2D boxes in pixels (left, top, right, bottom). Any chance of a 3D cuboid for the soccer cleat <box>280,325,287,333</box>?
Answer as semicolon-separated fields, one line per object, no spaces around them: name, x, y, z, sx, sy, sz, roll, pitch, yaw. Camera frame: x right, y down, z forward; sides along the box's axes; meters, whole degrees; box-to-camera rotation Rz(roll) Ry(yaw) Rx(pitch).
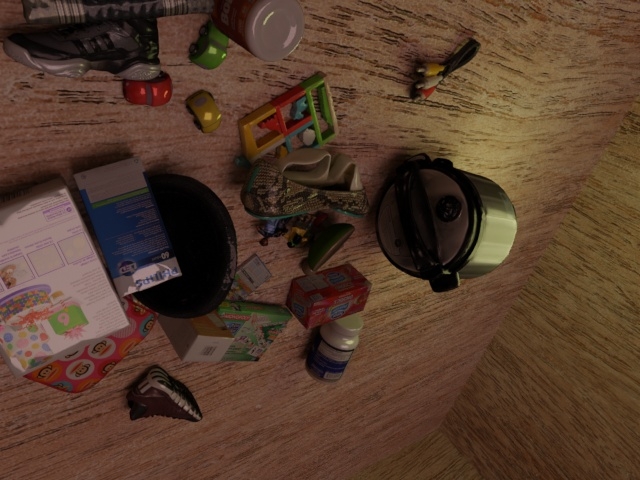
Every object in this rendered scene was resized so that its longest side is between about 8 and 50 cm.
soccer cleat;-0.148;0.306;1.841;0.083;0.035;0.029;-43;144;-5

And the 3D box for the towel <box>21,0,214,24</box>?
towel;-0.330;-0.507;0.830;0.312;0.056;0.325;-19;116;-29

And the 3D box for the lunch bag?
lunch bag;-0.561;0.207;1.274;0.293;0.120;0.258;-44;143;-2

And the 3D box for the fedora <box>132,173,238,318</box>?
fedora;-0.314;0.006;1.269;0.334;0.334;0.152;-59;177;17

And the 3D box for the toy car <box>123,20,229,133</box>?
toy car;-0.253;-0.338;1.119;0.239;0.053;0.225;16;112;-51

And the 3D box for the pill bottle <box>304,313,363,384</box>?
pill bottle;0.052;0.386;2.016;0.153;0.153;0.265;-4;127;-42

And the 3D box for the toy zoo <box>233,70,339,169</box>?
toy zoo;-0.088;-0.268;1.365;0.293;0.030;0.192;-35;143;-15

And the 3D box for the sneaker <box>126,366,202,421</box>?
sneaker;-0.486;0.500;1.656;0.162;0.106;0.281;-34;133;-6

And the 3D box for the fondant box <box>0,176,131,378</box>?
fondant box;-0.554;0.072;1.080;0.238;0.096;0.331;-25;118;-21

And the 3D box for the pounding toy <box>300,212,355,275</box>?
pounding toy;0.000;0.000;1.669;0.183;0.110;0.237;-43;173;-20

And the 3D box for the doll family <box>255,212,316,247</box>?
doll family;-0.098;-0.030;1.537;0.192;0.076;0.111;16;112;-26

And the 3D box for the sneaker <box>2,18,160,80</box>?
sneaker;-0.390;-0.363;0.929;0.268;0.101;0.153;-12;131;-45

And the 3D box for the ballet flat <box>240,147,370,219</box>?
ballet flat;0.001;-0.150;1.441;0.482;0.164;0.182;-3;119;-49

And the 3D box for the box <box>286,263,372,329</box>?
box;0.030;0.183;1.823;0.256;0.128;0.123;-13;133;-37

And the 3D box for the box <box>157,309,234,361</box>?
box;-0.337;0.237;1.478;0.130;0.170;0.091;16;114;-50

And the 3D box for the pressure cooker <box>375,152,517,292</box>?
pressure cooker;0.382;-0.061;1.740;0.420;0.369;0.376;3;119;-50

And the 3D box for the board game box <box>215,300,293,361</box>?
board game box;-0.256;0.286;1.695;0.317;0.046;0.214;17;116;-50

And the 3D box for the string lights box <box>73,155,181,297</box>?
string lights box;-0.394;-0.029;1.126;0.133;0.076;0.260;-20;101;-20

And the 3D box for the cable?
cable;0.361;-0.477;1.575;0.287;0.072;0.140;-27;145;-24

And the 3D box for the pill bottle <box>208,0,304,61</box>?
pill bottle;-0.135;-0.425;1.016;0.121;0.216;0.121;-26;139;-26

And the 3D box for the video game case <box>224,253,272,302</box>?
video game case;-0.230;0.124;1.609;0.166;0.015;0.119;-40;144;-9
